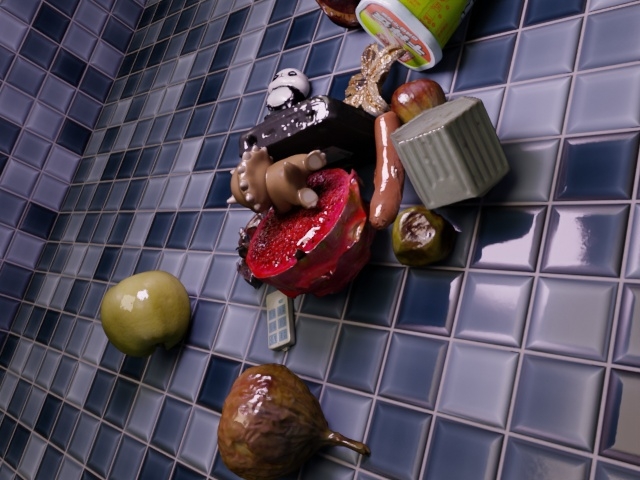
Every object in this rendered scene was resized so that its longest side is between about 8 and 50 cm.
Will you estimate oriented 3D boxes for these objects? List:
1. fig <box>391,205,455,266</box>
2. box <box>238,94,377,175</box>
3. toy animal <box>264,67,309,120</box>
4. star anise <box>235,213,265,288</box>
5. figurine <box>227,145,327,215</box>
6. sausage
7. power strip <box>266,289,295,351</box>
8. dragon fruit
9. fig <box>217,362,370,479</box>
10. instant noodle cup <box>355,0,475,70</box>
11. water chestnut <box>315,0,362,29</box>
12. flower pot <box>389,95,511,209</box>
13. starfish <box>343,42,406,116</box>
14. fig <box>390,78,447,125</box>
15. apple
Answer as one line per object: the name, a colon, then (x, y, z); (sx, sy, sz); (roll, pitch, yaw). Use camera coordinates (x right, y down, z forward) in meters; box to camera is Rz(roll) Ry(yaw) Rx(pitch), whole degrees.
fig: (0.242, -0.003, 1.394); (0.166, 0.154, 0.144); (-56, 49, 52)
box: (-0.004, -0.266, 1.598); (0.359, 0.350, 0.091); (-16, 72, 39)
toy animal: (-0.119, -0.506, 1.989); (0.166, 0.138, 0.179); (1, 73, 26)
star anise: (-0.198, 0.046, 1.729); (0.283, 0.129, 0.212); (115, 138, -70)
figurine: (-0.132, -0.153, 1.457); (0.247, 0.173, 0.177); (7, 84, 55)
sausage: (0.170, -0.172, 1.443); (0.079, 0.087, 0.327); (-34, 46, 57)
power strip: (-0.114, 0.227, 1.663); (0.081, 0.035, 0.192); (-28, 52, 30)
dragon fruit: (0.000, 0.000, 1.533); (0.386, 0.249, 0.371); (-36, 32, 19)
fig: (-0.060, 0.466, 1.385); (0.368, 0.286, 0.286); (16, 78, 15)
instant noodle cup: (0.301, -0.680, 1.598); (0.308, 0.294, 0.294); (-50, 43, 0)
water chestnut: (0.110, -0.822, 1.885); (0.300, 0.300, 0.300); (-22, 55, 34)
flower pot: (0.298, -0.205, 1.343); (0.239, 0.190, 0.209); (-17, 22, 38)
starfish: (0.130, -0.441, 1.673); (0.312, 0.113, 0.303); (-63, 23, -5)
fig: (0.272, -0.309, 1.532); (0.143, 0.160, 0.231); (-10, 92, 35)
apple: (-0.573, 0.243, 1.906); (0.292, 0.292, 0.254); (-39, 69, 22)
